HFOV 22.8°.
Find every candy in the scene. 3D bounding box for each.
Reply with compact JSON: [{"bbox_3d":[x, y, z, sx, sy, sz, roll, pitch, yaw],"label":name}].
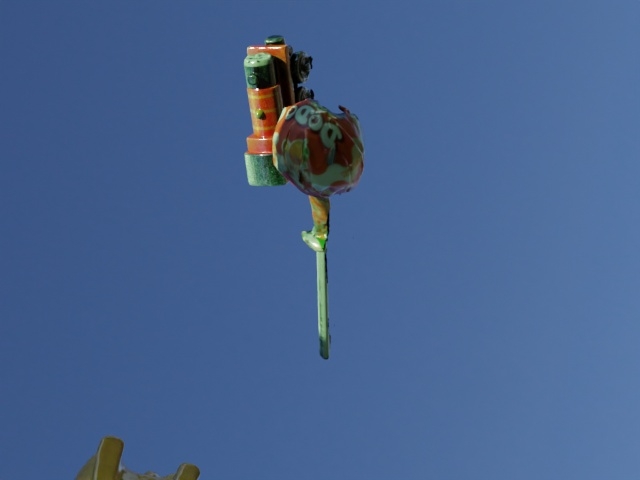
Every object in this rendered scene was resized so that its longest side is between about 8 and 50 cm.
[{"bbox_3d":[0.000,0.000,0.896,0.049,0.055,0.185,-29,-43,-30],"label":"candy"}]

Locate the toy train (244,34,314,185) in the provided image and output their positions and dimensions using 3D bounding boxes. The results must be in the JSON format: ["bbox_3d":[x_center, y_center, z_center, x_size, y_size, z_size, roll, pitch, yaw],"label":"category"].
[{"bbox_3d":[-0.033,-0.094,1.136,0.064,0.044,0.103,-40,-52,-57],"label":"toy train"}]

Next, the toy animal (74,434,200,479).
[{"bbox_3d":[-0.117,0.178,0.881,0.070,0.159,0.083,21,-123,-5],"label":"toy animal"}]
